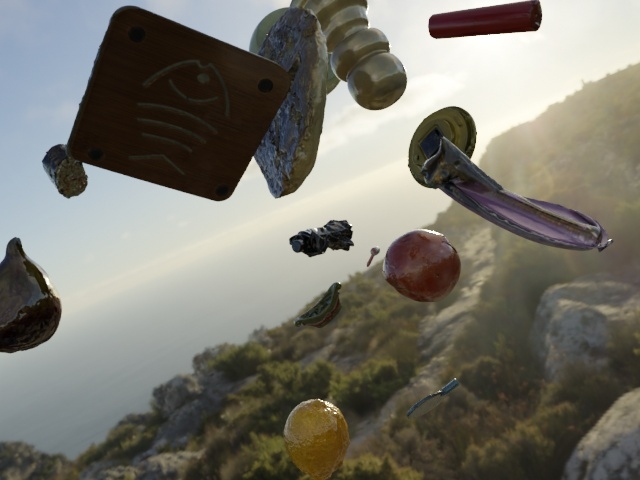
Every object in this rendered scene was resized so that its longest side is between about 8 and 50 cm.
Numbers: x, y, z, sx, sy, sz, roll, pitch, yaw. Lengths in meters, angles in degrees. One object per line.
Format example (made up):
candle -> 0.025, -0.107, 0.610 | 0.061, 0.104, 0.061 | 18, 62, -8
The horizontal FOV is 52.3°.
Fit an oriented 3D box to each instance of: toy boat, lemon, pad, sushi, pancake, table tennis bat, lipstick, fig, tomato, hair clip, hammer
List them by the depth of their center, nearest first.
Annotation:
fig -> -0.412, 0.072, 0.878 | 0.103, 0.154, 0.109 | -15, -4, 43
pad -> -0.223, -0.199, 1.027 | 0.287, 0.018, 0.284 | 15, -54, -27
hair clip -> 0.336, -0.067, 1.150 | 0.095, 0.359, 0.110 | -60, -17, 9
pancake -> -0.063, -0.253, 1.187 | 0.065, 0.356, 0.356 | 2, -6, -22
lemon -> -0.008, 0.431, 1.415 | 0.142, 0.187, 0.142 | -4, 10, 1
lipstick -> 0.392, -0.527, 1.566 | 0.280, 0.073, 0.073 | 10, 26, 42
table tennis bat -> 0.273, 0.388, 1.582 | 0.155, 0.019, 0.100 | -43, -33, 18
sushi -> -0.662, -0.176, 1.695 | 0.090, 0.078, 0.150 | -39, -21, -26
tomato -> 0.277, 0.064, 1.768 | 0.184, 0.208, 0.208 | -59, 12, -11
toy boat -> 0.007, 0.207, 1.953 | 0.185, 0.071, 0.089 | -44, 19, -1
hammer -> 0.187, 0.060, 2.361 | 0.083, 0.031, 0.052 | -66, -16, 17

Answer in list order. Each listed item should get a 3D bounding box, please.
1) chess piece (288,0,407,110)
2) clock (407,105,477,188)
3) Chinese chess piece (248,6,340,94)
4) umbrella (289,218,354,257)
chess piece -> 0.074, -0.406, 1.371 | 0.167, 0.299, 0.167 | -28, -15, -8
clock -> 0.309, -0.255, 1.737 | 0.057, 0.237, 0.237 | 17, -24, -38
Chinese chess piece -> -0.079, -0.647, 2.288 | 0.349, 0.349, 0.146 | -24, -13, -22
umbrella -> 0.000, -0.001, 2.079 | 0.272, 0.122, 0.110 | -16, -36, -52
